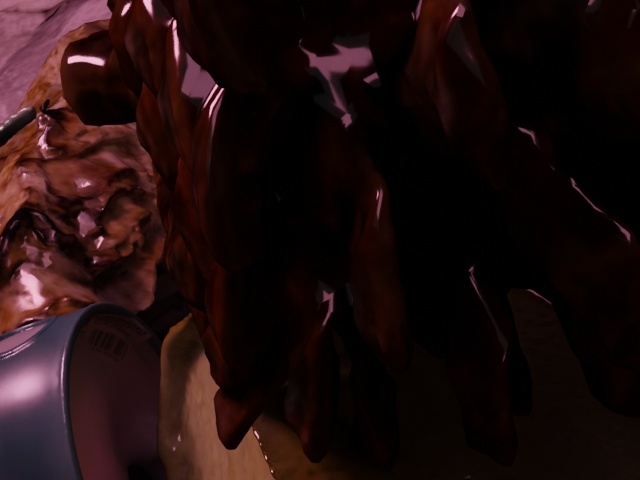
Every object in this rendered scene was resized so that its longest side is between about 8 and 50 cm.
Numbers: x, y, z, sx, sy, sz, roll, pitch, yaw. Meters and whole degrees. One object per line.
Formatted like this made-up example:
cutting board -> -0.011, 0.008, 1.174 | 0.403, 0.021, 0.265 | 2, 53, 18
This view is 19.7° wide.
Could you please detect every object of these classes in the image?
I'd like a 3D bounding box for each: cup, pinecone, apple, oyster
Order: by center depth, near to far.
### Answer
pinecone -> 0.064, -0.100, 0.759 | 0.397, 0.398, 0.398 | -16, 42, 15
apple -> 0.033, 0.138, 0.866 | 0.254, 0.179, 0.346 | -46, 37, 14
cup -> -0.169, 0.136, 1.004 | 0.173, 0.167, 0.300 | -17, 14, 19
oyster -> -0.194, -0.032, 1.216 | 0.204, 0.111, 0.396 | -25, 27, 16

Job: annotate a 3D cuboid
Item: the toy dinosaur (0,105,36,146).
toy dinosaur -> -0.293, 0.064, 1.108 | 0.383, 0.076, 0.129 | -65, 29, 10
